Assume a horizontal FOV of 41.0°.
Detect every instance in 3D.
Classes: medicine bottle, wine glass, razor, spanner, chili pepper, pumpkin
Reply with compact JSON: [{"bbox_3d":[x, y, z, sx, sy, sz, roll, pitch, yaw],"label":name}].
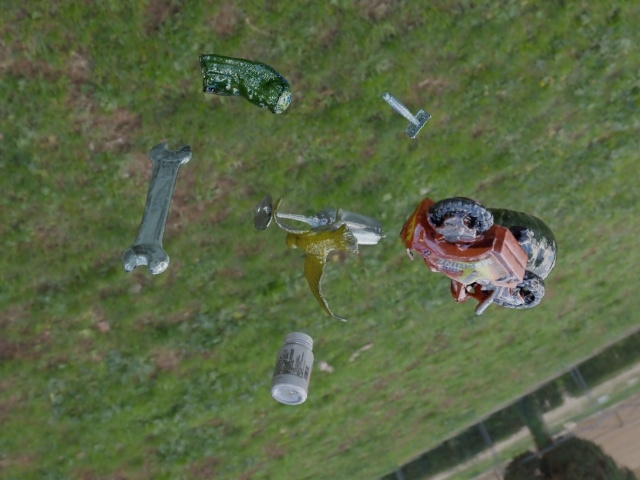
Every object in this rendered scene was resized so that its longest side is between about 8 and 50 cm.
[{"bbox_3d":[-0.057,0.267,1.800,0.079,0.140,0.079,6,139,6],"label":"medicine bottle"},{"bbox_3d":[0.005,-0.032,1.559,0.262,0.074,0.074,9,140,-34],"label":"wine glass"},{"bbox_3d":[0.182,-0.290,1.906,0.135,0.040,0.068,33,97,-39],"label":"razor"},{"bbox_3d":[-0.227,-0.055,1.194,0.071,0.302,0.017,0,129,1],"label":"spanner"},{"bbox_3d":[-0.162,-0.332,1.780,0.061,0.224,0.098,-30,138,-58],"label":"chili pepper"},{"bbox_3d":[0.335,0.019,1.607,0.211,0.152,0.211,13,163,4],"label":"pumpkin"}]

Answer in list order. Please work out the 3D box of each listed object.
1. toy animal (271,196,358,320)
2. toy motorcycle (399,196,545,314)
[{"bbox_3d":[0.000,0.000,1.210,0.095,0.155,0.219,-26,113,2],"label":"toy animal"},{"bbox_3d":[0.218,0.017,1.255,0.171,0.089,0.298,-5,147,33],"label":"toy motorcycle"}]
